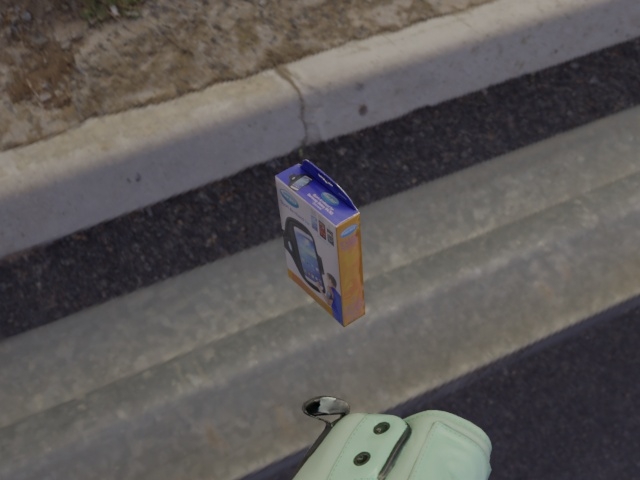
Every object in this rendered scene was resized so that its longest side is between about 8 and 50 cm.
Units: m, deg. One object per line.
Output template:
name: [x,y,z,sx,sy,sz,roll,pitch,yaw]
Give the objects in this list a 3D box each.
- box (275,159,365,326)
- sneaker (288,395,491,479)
box: [0.000,0.000,0.713,0.028,0.081,0.136,-32,140,-22]
sneaker: [0.032,0.120,0.323,0.094,0.256,0.151,45,65,-13]
